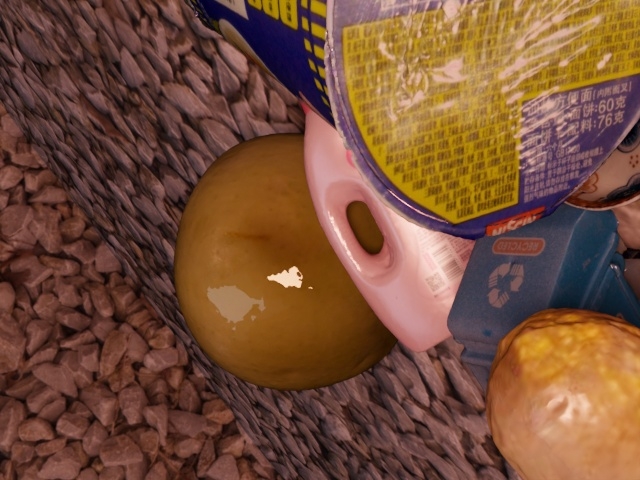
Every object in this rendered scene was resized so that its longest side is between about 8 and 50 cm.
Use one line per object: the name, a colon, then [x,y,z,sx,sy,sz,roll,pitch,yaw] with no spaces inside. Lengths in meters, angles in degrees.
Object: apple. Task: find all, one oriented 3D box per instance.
apple: [-0.027,0.043,1.027,0.257,0.233,0.295,6,130,15]

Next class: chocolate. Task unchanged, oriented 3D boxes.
chocolate: [0.226,0.163,0.606,0.309,0.134,0.134,45,159,-15]

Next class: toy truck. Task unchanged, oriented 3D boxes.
toy truck: [0.257,0.128,0.758,0.367,0.175,0.146,55,158,-16]

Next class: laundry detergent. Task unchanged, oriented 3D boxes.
laundry detergent: [0.061,-0.062,0.885,0.335,0.159,0.088,58,-175,-1]

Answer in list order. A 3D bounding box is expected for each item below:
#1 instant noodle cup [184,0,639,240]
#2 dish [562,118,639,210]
instant noodle cup: [0.041,-0.190,0.611,0.312,0.284,0.284,37,154,50]
dish: [0.223,-0.090,0.645,0.141,0.078,0.141,-4,85,53]
